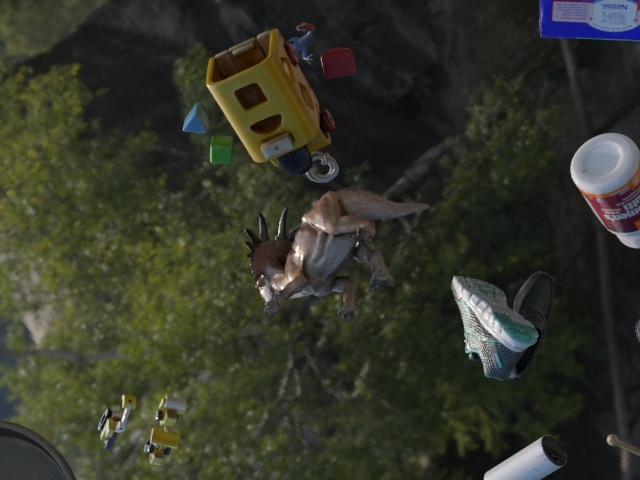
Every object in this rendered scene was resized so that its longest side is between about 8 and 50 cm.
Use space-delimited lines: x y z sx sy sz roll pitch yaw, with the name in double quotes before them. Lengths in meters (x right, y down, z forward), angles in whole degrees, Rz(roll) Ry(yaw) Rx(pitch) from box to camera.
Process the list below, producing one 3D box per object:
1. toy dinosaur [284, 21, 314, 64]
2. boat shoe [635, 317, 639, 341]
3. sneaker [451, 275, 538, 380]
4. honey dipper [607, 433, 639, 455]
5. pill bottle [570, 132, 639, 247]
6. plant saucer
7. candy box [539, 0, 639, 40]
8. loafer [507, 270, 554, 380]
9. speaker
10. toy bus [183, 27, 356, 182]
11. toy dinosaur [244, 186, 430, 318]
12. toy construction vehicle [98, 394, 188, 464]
"toy dinosaur" -0.039 -0.266 1.423 0.047 0.082 0.090 32 -161 -27
"boat shoe" 0.642 0.209 1.836 0.092 0.103 0.285 25 -159 -34
"sneaker" 0.181 0.097 1.180 0.065 0.076 0.166 15 -160 -18
"honey dipper" 0.519 0.343 1.665 0.160 0.030 0.030 25 161 -16
"pill bottle" 0.536 -0.083 1.853 0.121 0.121 0.221 22 165 45
"plant saucer" -0.439 0.383 1.419 0.278 0.278 0.041 42 -175 15
"candy box" 0.451 -0.417 1.464 0.268 0.317 0.122 5 140 13
"loafer" 0.401 0.163 2.000 0.076 0.223 0.078 26 166 -12
"speaker" 0.325 0.363 1.664 0.055 0.055 0.136 47 127 2
"toy bus" -0.051 -0.139 1.221 0.202 0.104 0.191 14 125 -11
"toy dinosaur" 0.000 0.000 1.463 0.127 0.295 0.200 36 -162 -38
"toy construction vehicle" -0.185 0.200 1.099 0.086 0.035 0.098 17 130 -22
